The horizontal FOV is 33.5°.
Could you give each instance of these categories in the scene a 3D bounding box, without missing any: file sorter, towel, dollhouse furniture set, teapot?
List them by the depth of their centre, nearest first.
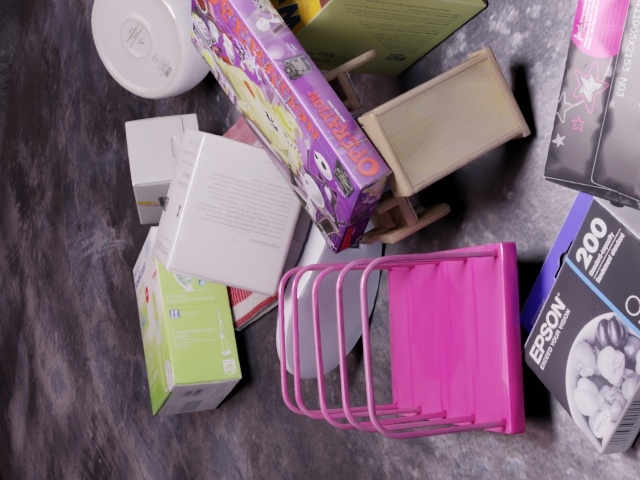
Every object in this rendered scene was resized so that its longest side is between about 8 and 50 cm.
[{"bbox_3d":[0.077,0.115,1.225,0.290,0.182,0.202,168,100,-68],"label":"file sorter"},{"bbox_3d":[0.104,-0.126,1.246,0.212,0.161,0.242,63,164,-8],"label":"dollhouse furniture set"},{"bbox_3d":[-0.123,-0.039,1.766,0.237,0.037,0.329,-38,58,55],"label":"towel"},{"bbox_3d":[-0.263,-0.384,1.880,0.256,0.187,0.253,8,118,34],"label":"teapot"}]

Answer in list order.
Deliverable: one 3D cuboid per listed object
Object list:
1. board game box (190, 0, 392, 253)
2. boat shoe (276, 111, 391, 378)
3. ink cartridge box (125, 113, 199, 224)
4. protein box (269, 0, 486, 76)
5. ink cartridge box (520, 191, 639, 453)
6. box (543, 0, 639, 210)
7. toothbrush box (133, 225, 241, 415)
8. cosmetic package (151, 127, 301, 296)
[{"bbox_3d":[-0.047,-0.166,1.250,0.347,0.056,0.208,56,159,14],"label":"board game box"},{"bbox_3d":[-0.007,-0.002,1.462,0.156,0.135,0.367,29,112,57],"label":"boat shoe"},{"bbox_3d":[-0.270,-0.125,1.876,0.176,0.127,0.128,104,157,-68],"label":"ink cartridge box"},{"bbox_3d":[0.053,-0.307,1.290,0.201,0.199,0.136,-32,63,57],"label":"protein box"},{"bbox_3d":[0.274,0.065,1.058,0.208,0.045,0.206,55,136,47],"label":"ink cartridge box"},{"bbox_3d":[0.312,-0.151,0.880,0.163,0.142,0.247,24,112,46],"label":"box"},{"bbox_3d":[-0.238,0.140,1.855,0.206,0.122,0.283,129,134,-61],"label":"toothbrush box"},{"bbox_3d":[-0.121,-0.039,1.412,0.151,0.151,0.184,-155,81,-72],"label":"cosmetic package"}]
